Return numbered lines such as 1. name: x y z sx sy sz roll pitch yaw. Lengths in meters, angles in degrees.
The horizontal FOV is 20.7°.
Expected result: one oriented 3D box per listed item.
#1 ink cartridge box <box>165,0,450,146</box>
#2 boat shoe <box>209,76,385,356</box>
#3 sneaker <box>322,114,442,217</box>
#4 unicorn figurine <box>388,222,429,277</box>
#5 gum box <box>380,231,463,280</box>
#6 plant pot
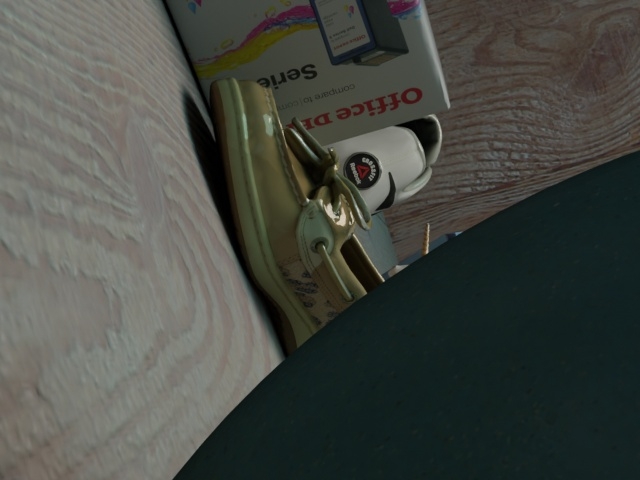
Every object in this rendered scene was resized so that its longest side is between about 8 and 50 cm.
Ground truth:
1. ink cartridge box: -0.017 -0.167 1.123 0.093 0.154 0.212 -98 171 -49
2. boat shoe: 0.000 0.000 1.130 0.285 0.089 0.104 68 7 -46
3. sneaker: 0.047 -0.081 1.680 0.330 0.146 0.122 -93 164 -77
4. unicorn figurine: 0.044 0.057 1.319 0.162 0.111 0.060 -95 167 -69
5. gum box: 0.103 0.097 1.654 0.184 0.041 0.157 -36 -115 51
6. plant pot: 0.044 0.139 0.479 0.290 0.195 0.290 -17 90 -85
